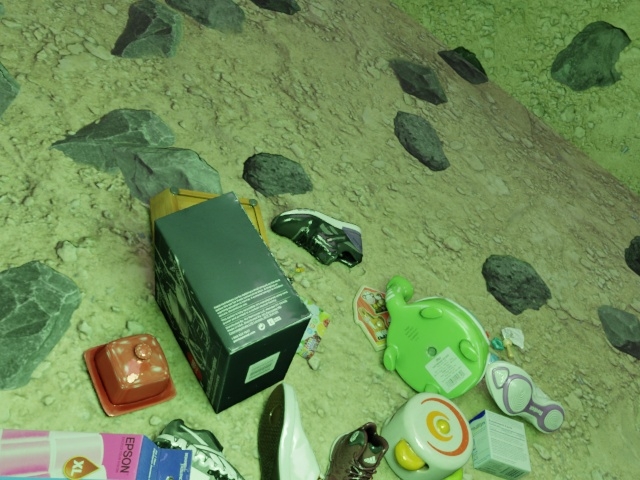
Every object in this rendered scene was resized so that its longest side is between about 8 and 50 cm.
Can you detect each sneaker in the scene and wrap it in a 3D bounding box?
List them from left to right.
[{"bbox_3d":[-0.218,0.428,1.347,0.234,0.078,0.106,37,28,-9],"label":"sneaker"},{"bbox_3d":[-0.058,0.447,1.439,0.123,0.106,0.290,22,49,-30],"label":"sneaker"},{"bbox_3d":[0.000,0.000,1.889,0.283,0.107,0.124,12,52,-26],"label":"sneaker"},{"bbox_3d":[0.068,0.494,1.420,0.106,0.162,0.281,26,41,-12],"label":"sneaker"},{"bbox_3d":[0.513,0.406,1.820,0.305,0.114,0.152,41,-4,-29],"label":"sneaker"}]

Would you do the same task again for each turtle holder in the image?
[{"bbox_3d":[0.285,0.255,1.775,0.320,0.244,0.227,20,16,24],"label":"turtle holder"}]

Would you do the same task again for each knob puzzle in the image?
[{"bbox_3d":[0.168,0.197,1.874,0.213,0.030,0.213,19,43,-19],"label":"knob puzzle"}]

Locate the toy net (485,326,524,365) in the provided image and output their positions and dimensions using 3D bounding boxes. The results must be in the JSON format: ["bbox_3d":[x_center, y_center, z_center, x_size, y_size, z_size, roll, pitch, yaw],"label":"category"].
[{"bbox_3d":[0.516,0.304,2.010,0.232,0.045,0.122,-22,65,-47],"label":"toy net"}]

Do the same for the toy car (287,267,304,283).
[{"bbox_3d":[-0.080,0.112,1.790,0.040,0.060,0.122,-1,14,21],"label":"toy car"}]

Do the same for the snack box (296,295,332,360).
[{"bbox_3d":[-0.040,0.216,1.704,0.100,0.037,0.141,32,41,-3],"label":"snack box"}]

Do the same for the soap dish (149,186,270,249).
[{"bbox_3d":[-0.266,-0.014,1.700,0.290,0.118,0.229,6,49,-29],"label":"soap dish"}]

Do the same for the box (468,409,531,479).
[{"bbox_3d":[0.453,0.519,1.738,0.126,0.072,0.137,23,43,-18],"label":"box"}]

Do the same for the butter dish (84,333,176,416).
[{"bbox_3d":[-0.370,0.248,1.380,0.160,0.118,0.160,-9,57,-40],"label":"butter dish"}]

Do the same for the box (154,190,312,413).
[{"bbox_3d":[-0.198,0.136,1.413,0.178,0.343,0.313,-22,65,-25],"label":"box"}]

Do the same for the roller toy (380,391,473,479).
[{"bbox_3d":[0.249,0.458,1.594,0.209,0.146,0.191,17,44,-21],"label":"roller toy"}]

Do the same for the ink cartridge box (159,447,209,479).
[{"bbox_3d":[-0.296,0.453,1.259,0.143,0.092,0.090,31,41,-4],"label":"ink cartridge box"}]

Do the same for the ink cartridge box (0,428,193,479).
[{"bbox_3d":[-0.409,0.414,1.151,0.370,0.069,0.176,5,47,-7],"label":"ink cartridge box"}]
